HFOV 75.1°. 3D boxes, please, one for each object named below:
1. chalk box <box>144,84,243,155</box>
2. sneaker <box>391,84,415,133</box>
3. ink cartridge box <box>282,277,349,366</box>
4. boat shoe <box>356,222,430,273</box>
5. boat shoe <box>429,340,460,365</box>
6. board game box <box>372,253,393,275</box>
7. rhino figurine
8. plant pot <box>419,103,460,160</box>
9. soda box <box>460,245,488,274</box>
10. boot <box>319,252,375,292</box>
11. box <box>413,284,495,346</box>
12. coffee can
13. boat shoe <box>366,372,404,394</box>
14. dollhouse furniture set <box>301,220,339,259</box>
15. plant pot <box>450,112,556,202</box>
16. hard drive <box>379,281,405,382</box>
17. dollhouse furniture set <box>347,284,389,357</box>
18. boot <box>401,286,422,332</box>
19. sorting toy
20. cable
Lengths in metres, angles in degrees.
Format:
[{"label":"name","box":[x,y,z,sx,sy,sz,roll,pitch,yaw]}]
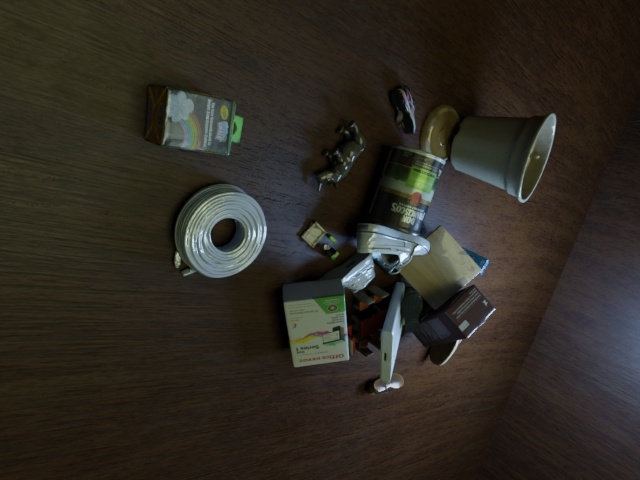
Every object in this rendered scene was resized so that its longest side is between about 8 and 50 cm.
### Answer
[{"label":"chalk box","box":[-0.291,-0.284,1.000,0.212,0.132,0.133,0,108,-40]},{"label":"sneaker","box":[0.308,-0.459,1.459,0.077,0.071,0.178,-49,138,-26]},{"label":"ink cartridge box","box":[-0.013,0.282,1.424,0.201,0.117,0.279,-7,117,-2]},{"label":"boat shoe","box":[0.269,0.047,1.532,0.366,0.135,0.157,14,82,-42]},{"label":"boat shoe","box":[0.682,0.491,2.138,0.123,0.123,0.342,35,79,-41]},{"label":"board game box","box":[0.264,0.045,1.664,0.126,0.026,0.186,-54,132,-8]},{"label":"rhino figurine","box":[0.063,-0.258,1.339,0.106,0.073,0.243,35,86,-40]},{"label":"plant pot","box":[0.482,-0.414,1.643,0.236,0.032,0.237,-16,117,-34]},{"label":"soda box","box":[0.629,0.072,1.844,0.067,0.210,0.071,-58,151,-3]},{"label":"boot","box":[0.106,0.149,1.530,0.258,0.095,0.124,-32,119,-26]},{"label":"box","box":[0.548,0.336,1.801,0.191,0.381,0.143,-37,84,-22]},{"label":"coffee can","box":[0.300,-0.177,1.481,0.201,0.201,0.276,11,101,-41]},{"label":"boat shoe","box":[0.298,0.668,1.937,0.206,0.073,0.073,4,143,-37]},{"label":"dollhouse furniture set","box":[0.000,0.000,1.431,0.151,0.058,0.076,43,87,-22]},{"label":"plant pot","box":[0.698,-0.352,1.635,0.333,0.305,0.334,-30,132,-41]},{"label":"hard drive","box":[0.291,0.355,1.673,0.353,0.047,0.233,-54,146,-59]},{"label":"dollhouse furniture set","box":[0.174,0.347,1.645,0.258,0.135,0.262,-18,119,-33]},{"label":"boot","box":[0.371,0.253,1.734,0.083,0.161,0.247,-3,133,8]},{"label":"sorting toy","box":[0.487,0.109,1.762,0.255,0.089,0.257,-43,97,7]},{"label":"cable","box":[-0.273,-0.024,1.151,0.256,0.089,0.258,-12,115,-35]}]
